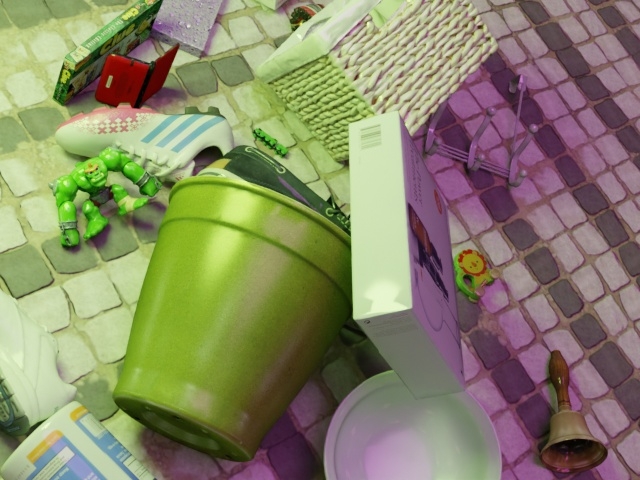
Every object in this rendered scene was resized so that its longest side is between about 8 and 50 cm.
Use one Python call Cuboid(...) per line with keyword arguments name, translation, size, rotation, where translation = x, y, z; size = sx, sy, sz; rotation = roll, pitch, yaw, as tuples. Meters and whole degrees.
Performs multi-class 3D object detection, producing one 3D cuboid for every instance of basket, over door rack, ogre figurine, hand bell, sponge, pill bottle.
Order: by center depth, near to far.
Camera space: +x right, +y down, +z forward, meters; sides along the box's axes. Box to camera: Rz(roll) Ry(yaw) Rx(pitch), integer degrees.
Cuboid(name="pill bottle", translation=(-0.319, 0.380, 1.367), size=(0.272, 0.152, 0.152), rotation=(45, 54, 3))
Cuboid(name="ogre figurine", translation=(-0.386, -0.084, 1.625), size=(0.197, 0.097, 0.118), rotation=(-31, 105, -3))
Cuboid(name="basket", translation=(0.110, -0.359, 1.813), size=(0.328, 0.331, 0.266), rotation=(-45, 103, -18))
Cuboid(name="hand bell", translation=(0.476, 0.315, 1.830), size=(0.126, 0.126, 0.242), rotation=(17, 45, -16))
Cuboid(name="sponge", translation=(-0.273, -0.484, 1.950), size=(0.117, 0.031, 0.210), rotation=(23, 56, -13))
Cuboid(name="over door rack", translation=(0.362, -0.300, 2.103), size=(0.239, 0.108, 0.324), rotation=(19, 56, -16))

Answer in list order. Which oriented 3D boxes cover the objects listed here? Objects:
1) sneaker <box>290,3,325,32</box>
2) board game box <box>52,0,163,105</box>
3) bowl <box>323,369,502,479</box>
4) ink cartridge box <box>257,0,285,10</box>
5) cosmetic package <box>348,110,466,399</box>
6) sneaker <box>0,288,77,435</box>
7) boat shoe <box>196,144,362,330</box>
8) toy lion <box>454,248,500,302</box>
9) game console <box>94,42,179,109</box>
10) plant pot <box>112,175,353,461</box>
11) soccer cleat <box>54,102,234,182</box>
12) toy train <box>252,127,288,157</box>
Cuboid(name="sneaker", translation=(0.039, -0.433, 2.037), size=(0.225, 0.088, 0.093), rotation=(51, 49, 5))
Cuboid(name="board game box", translation=(-0.397, -0.365, 1.760), size=(0.030, 0.136, 0.259), rotation=(39, 54, 1))
Cuboid(name="bowl", translation=(0.143, 0.372, 1.579), size=(0.298, 0.134, 0.297), rotation=(2, 73, -7))
Cuboid(name="ink cartridge box", translation=(-0.106, -0.578, 2.024), size=(0.090, 0.143, 0.092), rotation=(30, 52, 14))
Cuboid(name="cosmetic package", translation=(0.140, 0.025, 1.513), size=(0.097, 0.284, 0.377), rotation=(-12, 53, 17))
Cuboid(name="sneaker", translation=(-0.488, 0.157, 1.459), size=(0.129, 0.111, 0.297), rotation=(-16, 74, -48))
Cuboid(name="boat shoe", translation=(0.000, 0.000, 1.707), size=(0.500, 0.187, 0.156), rotation=(35, 50, -7))
Cuboid(name="toy lion", translation=(0.312, 0.066, 1.923), size=(0.096, 0.034, 0.100), rotation=(40, 54, 9))
Cuboid(name="game console", translation=(-0.344, -0.316, 1.751), size=(0.124, 0.144, 0.085), rotation=(15, 57, -17))
Cuboid(name="plant pot", translation=(-0.148, 0.146, 1.491), size=(0.366, 0.366, 0.353), rotation=(28, 67, -9))
Cuboid(name="soccer cleat", translation=(-0.308, -0.168, 1.705), size=(0.331, 0.116, 0.143), rotation=(-6, 72, -26))
Cuboid(name="toy train", translation=(-0.100, -0.198, 1.881), size=(0.083, 0.017, 0.023), rotation=(39, 44, -1))
